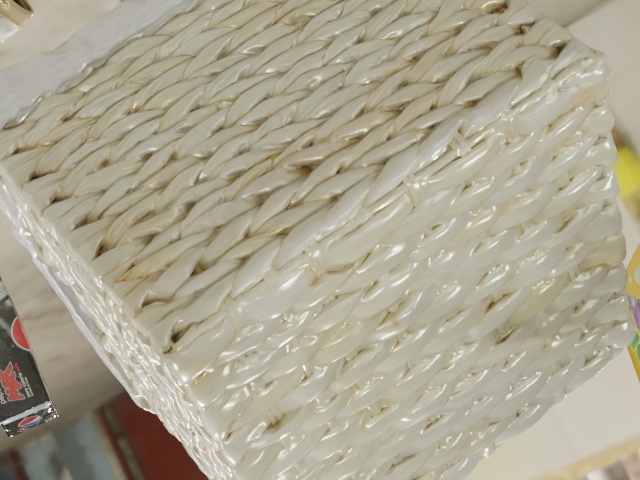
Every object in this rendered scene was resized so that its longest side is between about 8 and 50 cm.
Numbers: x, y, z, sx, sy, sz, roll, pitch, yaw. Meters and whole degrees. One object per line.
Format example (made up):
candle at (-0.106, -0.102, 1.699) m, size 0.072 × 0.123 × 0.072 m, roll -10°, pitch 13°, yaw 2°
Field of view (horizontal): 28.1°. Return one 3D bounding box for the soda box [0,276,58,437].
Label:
soda box at (-0.334, 0.117, 1.345) m, size 0.060 × 0.169 × 0.053 m, roll -23°, pitch 157°, yaw -12°

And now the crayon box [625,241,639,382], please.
crayon box at (0.349, 0.085, 1.138) m, size 0.083 × 0.203 × 0.323 m, roll -10°, pitch 152°, yaw -6°

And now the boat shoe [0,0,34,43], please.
boat shoe at (-0.286, -0.237, 1.014) m, size 0.059 × 0.170 × 0.063 m, roll -27°, pitch -165°, yaw 12°

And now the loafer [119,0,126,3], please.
loafer at (-0.165, -0.247, 1.412) m, size 0.125 × 0.045 × 0.039 m, roll 29°, pitch 151°, yaw -34°

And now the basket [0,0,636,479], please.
basket at (0.000, 0.000, 0.861) m, size 0.331 × 0.266 × 0.328 m, roll -34°, pitch 139°, yaw -12°
